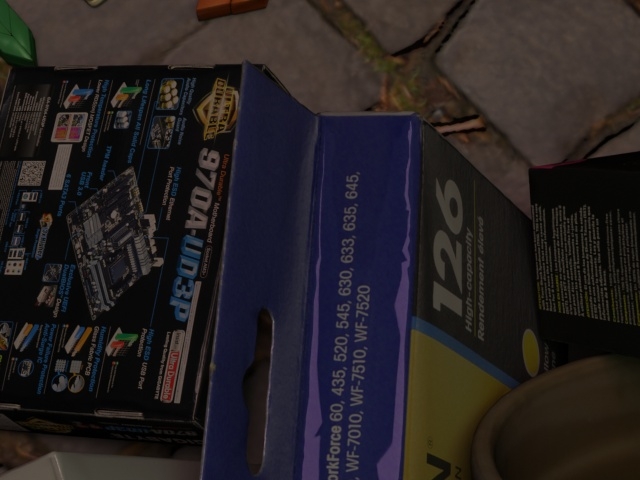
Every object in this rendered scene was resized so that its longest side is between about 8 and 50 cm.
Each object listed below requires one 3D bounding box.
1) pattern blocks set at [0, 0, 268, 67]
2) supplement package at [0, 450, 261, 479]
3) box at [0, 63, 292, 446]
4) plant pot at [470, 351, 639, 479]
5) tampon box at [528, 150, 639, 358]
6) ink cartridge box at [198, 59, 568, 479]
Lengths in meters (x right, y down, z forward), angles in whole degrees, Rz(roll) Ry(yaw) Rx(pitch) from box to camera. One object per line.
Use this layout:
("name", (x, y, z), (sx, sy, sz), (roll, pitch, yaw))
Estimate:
("pattern blocks set", (-0.130, -0.260, 1.090), (0.285, 0.026, 0.325), (37, 75, 11))
("supplement package", (-0.086, 0.223, 0.785), (0.145, 0.262, 0.204), (-25, 72, 19))
("box", (-0.121, 0.003, 0.958), (0.175, 0.051, 0.220), (1, 69, 22))
("plant pot", (0.236, 0.224, 0.778), (0.323, 0.323, 0.280), (-4, 104, -2))
("tampon box", (0.206, 0.004, 0.866), (0.120, 0.161, 0.102), (-8, 98, -27))
("ink cartridge box", (0.049, 0.101, 0.829), (0.072, 0.307, 0.304), (-5, 70, 26))
